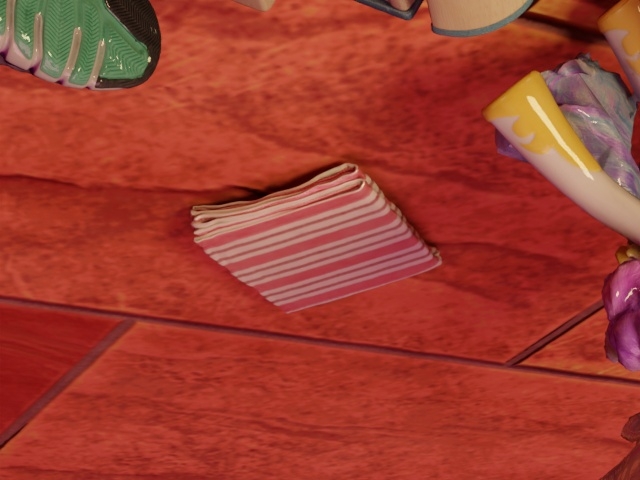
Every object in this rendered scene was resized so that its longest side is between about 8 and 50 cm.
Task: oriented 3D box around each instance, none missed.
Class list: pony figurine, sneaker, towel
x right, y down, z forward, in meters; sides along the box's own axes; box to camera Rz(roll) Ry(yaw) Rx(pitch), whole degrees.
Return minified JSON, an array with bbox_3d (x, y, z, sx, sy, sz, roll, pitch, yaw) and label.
[{"bbox_3d":[0.274,0.012,1.126,0.351,0.363,0.303,-37,-178,37],"label":"pony figurine"},{"bbox_3d":[-0.202,-0.140,1.042,0.224,0.083,0.098,18,168,-37],"label":"sneaker"},{"bbox_3d":[0.000,0.000,1.406,0.144,0.029,0.197,-16,155,17],"label":"towel"}]

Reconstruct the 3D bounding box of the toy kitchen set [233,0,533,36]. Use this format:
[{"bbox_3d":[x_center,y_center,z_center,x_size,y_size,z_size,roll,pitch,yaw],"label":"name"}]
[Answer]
[{"bbox_3d":[0.043,-0.200,0.978,0.207,0.166,0.122,24,161,20],"label":"toy kitchen set"}]
